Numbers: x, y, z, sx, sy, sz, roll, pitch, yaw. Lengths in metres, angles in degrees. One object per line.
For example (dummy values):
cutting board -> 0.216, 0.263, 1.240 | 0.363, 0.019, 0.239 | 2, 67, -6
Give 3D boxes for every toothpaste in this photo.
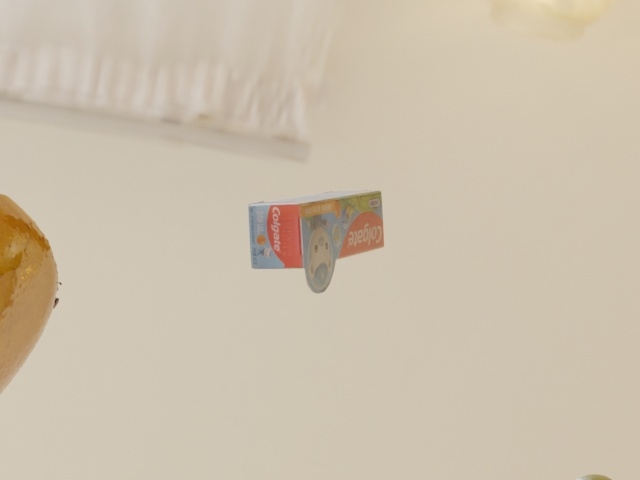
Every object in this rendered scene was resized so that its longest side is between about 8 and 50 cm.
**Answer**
toothpaste -> 0.000, 0.000, 1.426 | 0.044, 0.070, 0.193 | -2, -176, 20

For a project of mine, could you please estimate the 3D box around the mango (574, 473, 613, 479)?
mango -> 0.210, 0.298, 1.444 | 0.099, 0.227, 0.136 | 3, -167, 15

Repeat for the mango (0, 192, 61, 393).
mango -> -0.308, 0.087, 1.373 | 0.138, 0.187, 0.257 | 36, -123, -1
